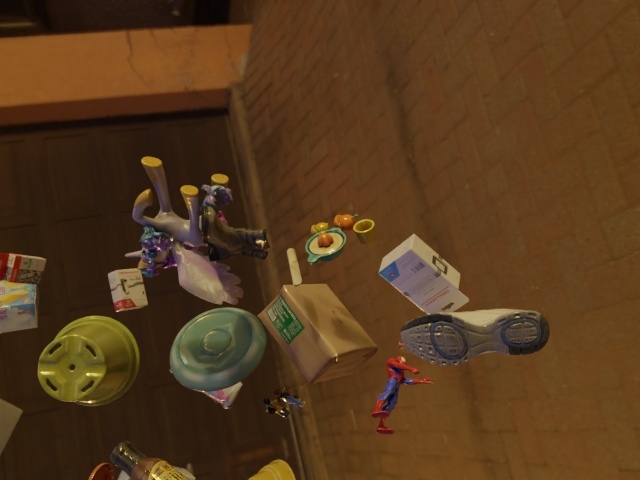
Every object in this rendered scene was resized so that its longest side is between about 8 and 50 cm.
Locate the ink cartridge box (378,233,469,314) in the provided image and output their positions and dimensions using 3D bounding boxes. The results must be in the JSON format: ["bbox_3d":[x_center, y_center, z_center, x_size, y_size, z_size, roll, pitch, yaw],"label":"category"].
[{"bbox_3d":[0.230,0.084,1.354,0.104,0.180,0.060,-41,15,35],"label":"ink cartridge box"}]

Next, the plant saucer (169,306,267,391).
[{"bbox_3d":[-0.327,0.326,1.947,0.317,0.318,0.043,-118,10,-46],"label":"plant saucer"}]

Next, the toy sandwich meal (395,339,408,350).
[{"bbox_3d":[0.276,0.332,1.922,0.085,0.086,0.029,132,148,-69],"label":"toy sandwich meal"}]

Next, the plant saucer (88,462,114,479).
[{"bbox_3d":[-0.437,0.482,1.222,0.083,0.013,0.083,4,-90,-74],"label":"plant saucer"}]

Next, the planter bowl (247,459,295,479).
[{"bbox_3d":[-0.157,0.702,1.669,0.217,0.090,0.217,-32,49,46],"label":"planter bowl"}]

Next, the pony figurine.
[{"bbox_3d":[-0.352,-0.021,1.687,0.302,0.351,0.363,-84,10,-50],"label":"pony figurine"}]

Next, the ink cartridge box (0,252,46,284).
[{"bbox_3d":[-0.682,0.063,1.391,0.029,0.115,0.062,13,89,32],"label":"ink cartridge box"}]

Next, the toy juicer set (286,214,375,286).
[{"bbox_3d":[0.000,0.000,2.001,0.209,0.329,0.089,40,156,51],"label":"toy juicer set"}]

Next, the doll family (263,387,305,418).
[{"bbox_3d":[-0.136,0.553,2.126,0.193,0.111,0.076,-45,16,34],"label":"doll family"}]

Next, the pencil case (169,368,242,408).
[{"bbox_3d":[-0.423,0.510,2.295,0.113,0.273,0.124,-57,4,-40],"label":"pencil case"}]

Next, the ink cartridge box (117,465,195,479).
[{"bbox_3d":[-0.503,0.751,1.857,0.087,0.208,0.153,3,70,55],"label":"ink cartridge box"}]

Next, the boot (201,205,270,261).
[{"bbox_3d":[-0.212,-0.020,1.567,0.246,0.161,0.083,92,174,-65],"label":"boot"}]

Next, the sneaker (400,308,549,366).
[{"bbox_3d":[0.318,0.196,1.300,0.129,0.297,0.110,-17,-75,-83],"label":"sneaker"}]

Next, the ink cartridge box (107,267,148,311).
[{"bbox_3d":[-0.657,0.167,2.111,0.056,0.099,0.135,-22,79,39],"label":"ink cartridge box"}]

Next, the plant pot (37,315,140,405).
[{"bbox_3d":[-0.689,0.359,1.795,0.254,0.276,0.275,134,125,-82],"label":"plant pot"}]

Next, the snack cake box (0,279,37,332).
[{"bbox_3d":[-0.997,0.205,2.002,0.264,0.152,0.089,-146,54,-62],"label":"snack cake box"}]

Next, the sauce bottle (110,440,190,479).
[{"bbox_3d":[-0.419,0.658,1.648,0.345,0.111,0.111,27,136,22],"label":"sauce bottle"}]

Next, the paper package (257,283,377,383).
[{"bbox_3d":[-0.006,0.322,2.191,0.168,0.310,0.324,-49,65,19],"label":"paper package"}]

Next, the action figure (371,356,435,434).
[{"bbox_3d":[0.235,0.409,1.713,0.280,0.139,0.091,-63,-37,-60],"label":"action figure"}]

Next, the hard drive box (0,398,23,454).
[{"bbox_3d":[-0.861,0.521,1.517,0.181,0.089,0.232,-26,36,32],"label":"hard drive box"}]
